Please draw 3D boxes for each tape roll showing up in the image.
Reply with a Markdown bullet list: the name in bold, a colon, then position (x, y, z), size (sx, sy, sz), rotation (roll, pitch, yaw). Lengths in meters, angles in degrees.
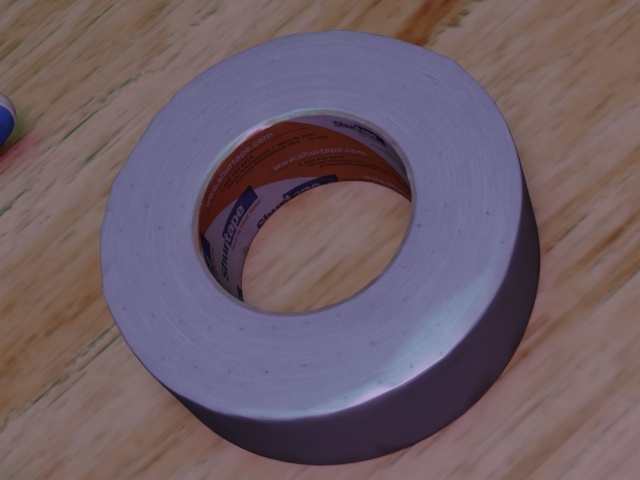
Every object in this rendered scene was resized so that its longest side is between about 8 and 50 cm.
- **tape roll**: position (0.000, 0.000, 0.624), size (0.219, 0.072, 0.219), rotation (-7, 62, 13)

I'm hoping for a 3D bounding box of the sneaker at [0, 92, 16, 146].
- **sneaker**: position (-0.240, -0.023, 0.717), size (0.152, 0.058, 0.085), rotation (-28, 53, 7)
